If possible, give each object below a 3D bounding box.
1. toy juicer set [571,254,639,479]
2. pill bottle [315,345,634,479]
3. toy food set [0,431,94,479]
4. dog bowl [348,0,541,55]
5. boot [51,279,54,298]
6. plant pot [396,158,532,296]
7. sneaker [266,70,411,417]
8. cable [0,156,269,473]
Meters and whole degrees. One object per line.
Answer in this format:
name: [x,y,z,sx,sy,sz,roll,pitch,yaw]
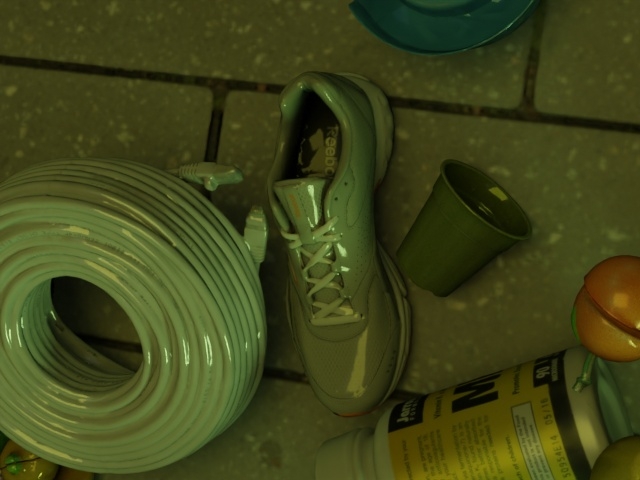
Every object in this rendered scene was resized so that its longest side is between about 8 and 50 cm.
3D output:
toy juicer set: [0.312,0.058,1.007,0.329,0.089,0.209,-14,78,-11]
pill bottle: [0.110,0.158,1.077,0.208,0.119,0.119,-20,80,18]
toy food set: [-0.287,0.223,1.251,0.218,0.071,0.128,-33,76,16]
dog bowl: [0.060,-0.263,1.147,0.166,0.074,0.297,-42,73,14]
boot: [-0.278,0.016,1.275,0.099,0.045,0.121,-13,80,20]
plant pot: [0.098,-0.002,1.120,0.083,0.083,0.079,46,114,17]
sneaker: [0.000,0.000,1.128,0.099,0.121,0.263,-8,84,21]
cable: [-0.165,0.061,1.159,0.257,0.089,0.257,6,116,17]
